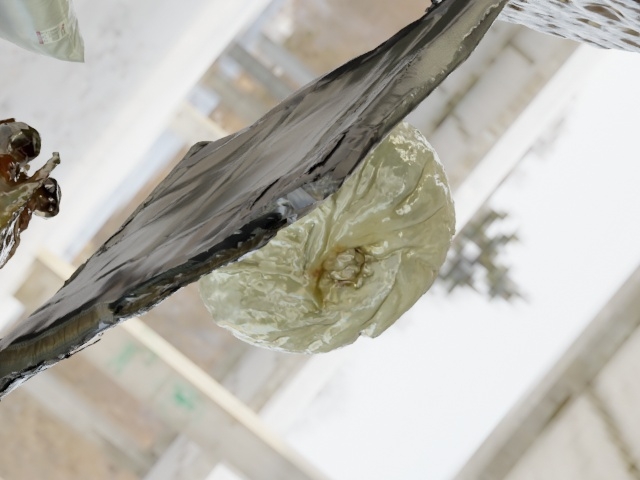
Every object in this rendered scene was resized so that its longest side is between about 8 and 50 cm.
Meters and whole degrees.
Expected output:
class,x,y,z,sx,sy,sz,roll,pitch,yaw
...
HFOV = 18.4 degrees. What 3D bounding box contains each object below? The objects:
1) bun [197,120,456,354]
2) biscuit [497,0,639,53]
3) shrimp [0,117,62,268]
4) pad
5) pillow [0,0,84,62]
class,x,y,z,sx,sy,sz,roll,pitch,yaw
bun,0.000,0.000,1.245,0.188,0.164,0.111,-26,-148,24
biscuit,0.044,-0.165,1.019,0.359,0.359,0.046,-136,-117,-84
shrimp,-0.190,0.019,0.785,0.154,0.062,0.294,-6,-158,28
pad,-0.023,-0.025,0.727,0.233,0.022,0.174,-29,-166,46
pillow,-0.289,-0.279,1.777,0.078,0.144,0.254,-32,135,-20
